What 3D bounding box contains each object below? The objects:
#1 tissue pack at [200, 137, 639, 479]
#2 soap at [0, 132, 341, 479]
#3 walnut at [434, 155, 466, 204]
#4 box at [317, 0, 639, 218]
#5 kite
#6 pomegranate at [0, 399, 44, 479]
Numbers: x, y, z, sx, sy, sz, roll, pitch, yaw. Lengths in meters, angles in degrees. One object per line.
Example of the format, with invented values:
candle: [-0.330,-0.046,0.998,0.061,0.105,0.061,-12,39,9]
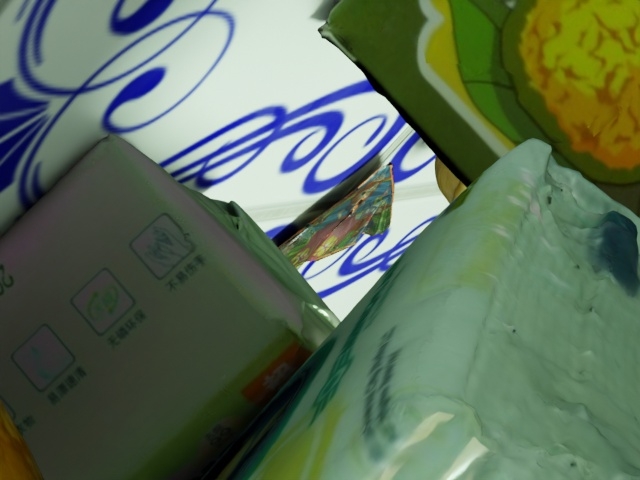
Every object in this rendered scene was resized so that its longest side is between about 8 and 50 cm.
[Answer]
tissue pack: [-0.006,0.172,0.733,0.388,0.162,0.287,-51,-178,22]
soap: [-0.098,0.071,0.904,0.199,0.138,0.182,-42,164,3]
walnut: [0.112,-0.071,1.192,0.121,0.052,0.091,-45,164,6]
box: [0.270,-0.103,0.862,0.420,0.373,0.138,-45,164,15]
kite: [0.000,0.000,1.203,0.190,0.010,0.159,-20,157,-50]
pomegranate: [-0.200,0.120,0.636,0.248,0.248,0.248,-38,165,-12]
